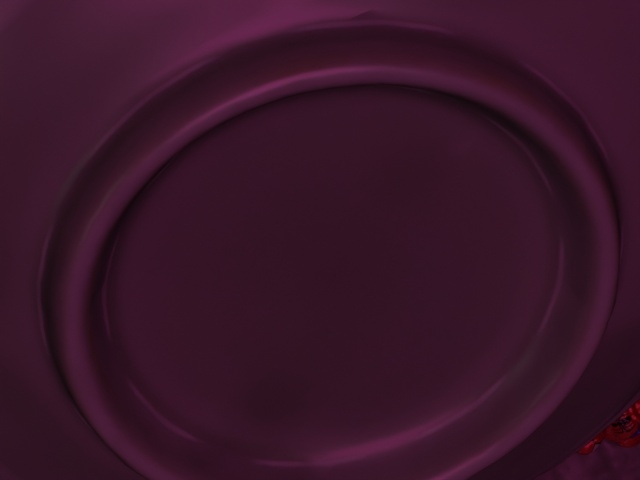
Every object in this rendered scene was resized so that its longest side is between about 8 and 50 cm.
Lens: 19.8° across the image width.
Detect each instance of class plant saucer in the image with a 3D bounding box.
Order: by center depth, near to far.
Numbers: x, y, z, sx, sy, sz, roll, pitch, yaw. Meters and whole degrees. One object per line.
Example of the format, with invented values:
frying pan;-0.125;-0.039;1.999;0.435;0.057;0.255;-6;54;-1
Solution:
plant saucer;0.000;0.000;0.711;0.400;0.100;0.400;-6;125;-8

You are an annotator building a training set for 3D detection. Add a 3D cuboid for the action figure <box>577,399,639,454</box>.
action figure;0.166;0.065;0.857;0.115;0.030;0.038;-35;102;1
